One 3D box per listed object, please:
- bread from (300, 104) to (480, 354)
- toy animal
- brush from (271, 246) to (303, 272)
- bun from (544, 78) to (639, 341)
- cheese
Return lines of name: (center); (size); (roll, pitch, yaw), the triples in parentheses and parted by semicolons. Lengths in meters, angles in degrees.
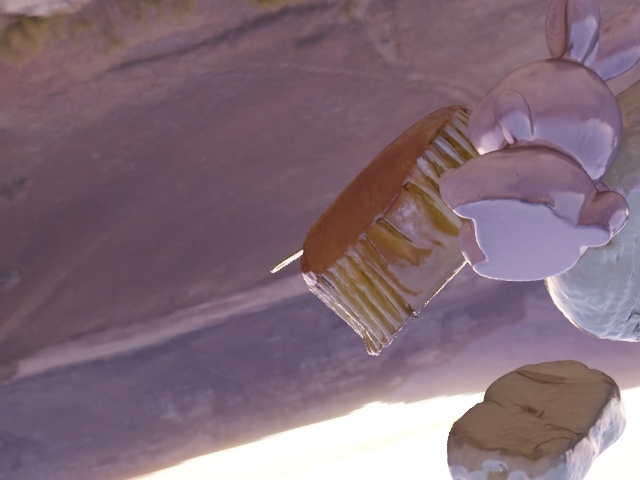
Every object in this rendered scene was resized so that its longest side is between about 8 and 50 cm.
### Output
bread: (0.099, -0.021, 1.191); (0.288, 0.156, 0.204); (-49, 176, 22)
toy animal: (0.159, -0.078, 0.726); (0.124, 0.213, 0.124); (17, 150, 10)
brush: (0.000, 0.000, 1.633); (0.205, 0.011, 0.083); (-31, 170, -32)
bun: (0.292, -0.031, 0.877); (0.272, 0.168, 0.273); (-16, 139, -14)
cheese: (0.265, 0.228, 1.262); (0.159, 0.093, 0.263); (8, -156, 35)
